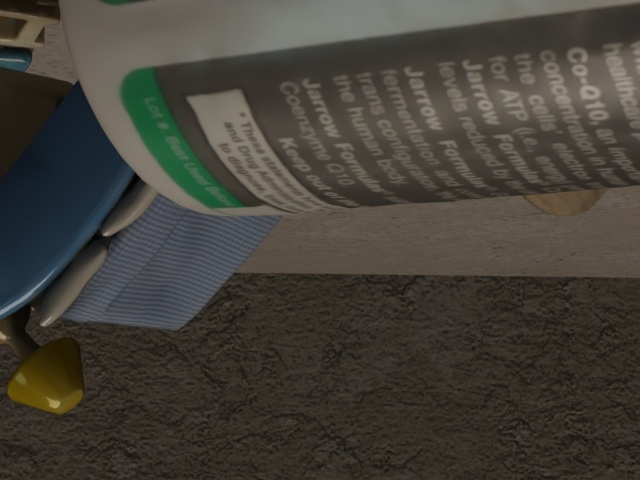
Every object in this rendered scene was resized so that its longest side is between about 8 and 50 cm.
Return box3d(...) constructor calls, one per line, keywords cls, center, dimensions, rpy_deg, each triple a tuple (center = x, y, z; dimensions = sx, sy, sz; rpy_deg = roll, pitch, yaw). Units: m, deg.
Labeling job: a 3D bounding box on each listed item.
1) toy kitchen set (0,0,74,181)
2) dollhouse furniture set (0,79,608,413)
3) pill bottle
box3d(cls="toy kitchen set", center=(-0.223, -0.086, 0.948), dimensions=(0.122, 0.166, 0.207), rpy_deg=(3, 171, -19))
box3d(cls="dollhouse furniture set", center=(0.000, 0.000, 0.883), dimensions=(0.198, 0.303, 0.286), rpy_deg=(44, -171, 22))
box3d(cls="pill bottle", center=(0.099, -0.119, 0.590), dimensions=(0.361, 0.204, 0.204), rpy_deg=(-3, 171, 28))
